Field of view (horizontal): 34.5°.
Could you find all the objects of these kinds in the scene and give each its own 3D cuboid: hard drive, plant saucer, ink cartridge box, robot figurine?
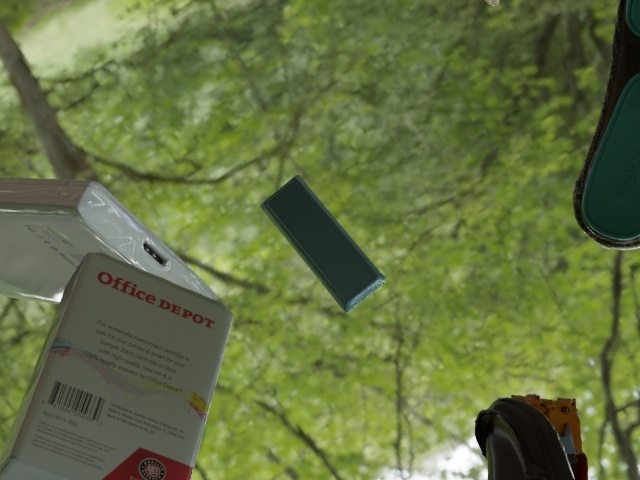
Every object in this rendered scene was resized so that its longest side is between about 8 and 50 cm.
[{"bbox_3d":[-0.317,0.008,1.187,0.353,0.233,0.047,3,-121,36],"label":"hard drive"},{"bbox_3d":[0.000,0.000,1.317,0.067,0.192,0.018,-39,158,-1],"label":"plant saucer"},{"bbox_3d":[-0.152,0.115,0.778,0.072,0.127,0.175,-45,-154,50],"label":"ink cartridge box"},{"bbox_3d":[0.312,0.364,1.446,0.085,0.291,0.211,-1,174,-12],"label":"robot figurine"}]

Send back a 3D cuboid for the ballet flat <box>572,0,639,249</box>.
[{"bbox_3d":[0.436,-0.222,1.265,0.182,0.164,0.482,-26,135,-61],"label":"ballet flat"}]

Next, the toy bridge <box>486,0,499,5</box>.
[{"bbox_3d":[0.332,-0.409,1.632,0.188,0.063,0.026,-1,-110,40],"label":"toy bridge"}]

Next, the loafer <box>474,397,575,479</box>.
[{"bbox_3d":[0.173,0.215,0.871,0.078,0.080,0.220,-7,-148,-13],"label":"loafer"}]
